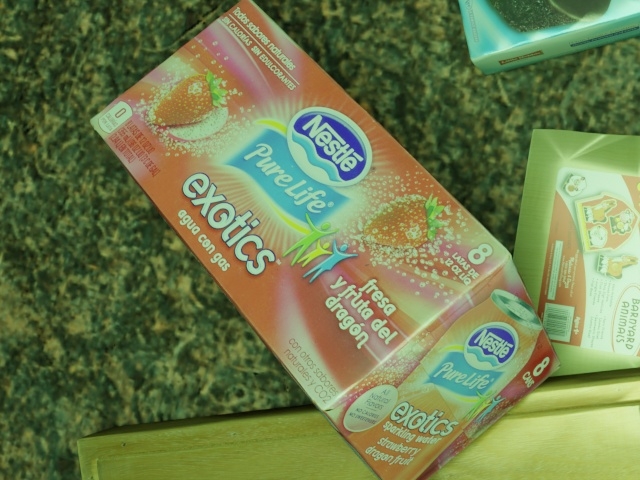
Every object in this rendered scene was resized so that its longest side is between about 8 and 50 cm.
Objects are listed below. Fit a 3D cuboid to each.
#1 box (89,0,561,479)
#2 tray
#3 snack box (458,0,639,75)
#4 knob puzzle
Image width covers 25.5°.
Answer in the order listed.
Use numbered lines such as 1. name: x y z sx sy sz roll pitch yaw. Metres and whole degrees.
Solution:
1. box: 0.000 0.000 0.925 0.142 0.154 0.300 -39 53 -4
2. tray: 0.044 0.211 0.967 0.411 0.076 0.203 -9 88 18
3. snack box: 0.170 -0.297 1.010 0.187 0.060 0.322 -14 79 16
4. knob puzzle: 0.229 0.019 0.963 0.213 0.030 0.213 0 89 16
